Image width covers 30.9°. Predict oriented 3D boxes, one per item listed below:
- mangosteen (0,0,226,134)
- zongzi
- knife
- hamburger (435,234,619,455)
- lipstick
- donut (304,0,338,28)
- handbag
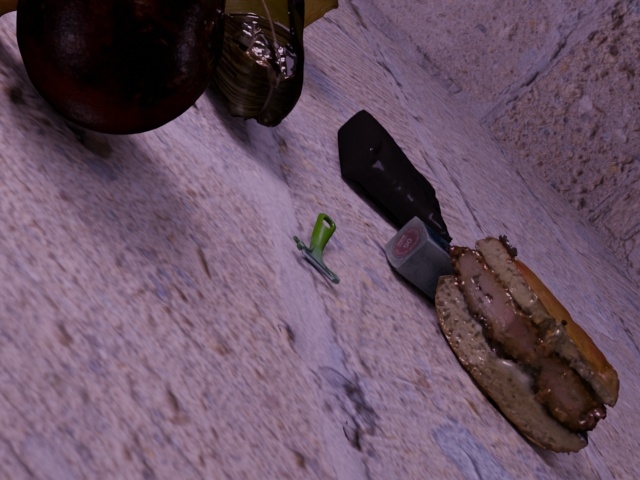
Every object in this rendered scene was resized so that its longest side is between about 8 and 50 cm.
[{"bbox_3d":[-0.223,-0.226,1.136,0.261,0.235,0.235,13,13,9],"label":"mangosteen"},{"bbox_3d":[-0.171,-0.299,1.610,0.317,0.154,0.289,21,25,-12],"label":"zongzi"},{"bbox_3d":[-0.002,0.002,1.438,0.078,0.022,0.166,49,16,-13],"label":"knife"},{"bbox_3d":[0.287,0.145,1.580,0.245,0.155,0.282,36,21,-33],"label":"hamburger"},{"bbox_3d":[0.217,0.077,1.725,0.289,0.076,0.077,39,15,-32],"label":"lipstick"},{"bbox_3d":[-0.138,-0.519,2.113,0.377,0.163,0.435,44,8,-22],"label":"donut"},{"bbox_3d":[0.129,-0.103,1.940,0.223,0.080,0.247,42,16,-16],"label":"handbag"}]
